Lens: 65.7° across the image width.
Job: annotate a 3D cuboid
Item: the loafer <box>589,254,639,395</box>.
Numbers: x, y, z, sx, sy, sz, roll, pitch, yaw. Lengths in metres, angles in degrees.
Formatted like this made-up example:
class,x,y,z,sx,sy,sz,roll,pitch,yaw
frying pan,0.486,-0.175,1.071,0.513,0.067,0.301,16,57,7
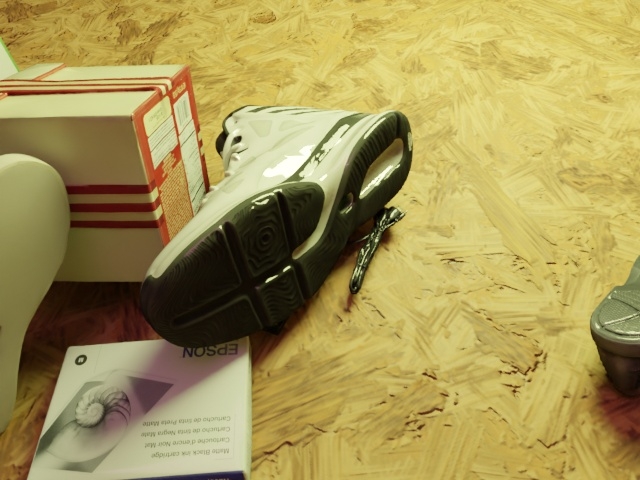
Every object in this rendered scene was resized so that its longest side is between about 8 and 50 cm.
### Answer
class,x,y,z,sx,sy,sz,roll,pitch,yaw
loafer,0.434,0.073,0.603,0.303,0.095,0.109,-28,24,-24

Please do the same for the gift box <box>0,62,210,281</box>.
class,x,y,z,sx,sy,sz,roll,pitch,yaw
gift box,-0.306,-0.115,0.647,0.259,0.276,0.255,-1,28,4

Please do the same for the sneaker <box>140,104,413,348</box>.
class,x,y,z,sx,sy,sz,roll,pitch,yaw
sneaker,-0.092,-0.052,0.676,0.258,0.169,0.447,19,46,36

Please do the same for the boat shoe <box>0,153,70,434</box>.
class,x,y,z,sx,sy,sz,roll,pitch,yaw
boat shoe,-0.393,0.055,0.535,0.158,0.127,0.340,24,97,26

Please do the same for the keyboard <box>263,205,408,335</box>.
class,x,y,z,sx,sy,sz,roll,pitch,yaw
keyboard,0.000,0.000,0.712,0.202,0.033,0.317,15,53,23

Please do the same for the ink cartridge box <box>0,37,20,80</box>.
class,x,y,z,sx,sy,sz,roll,pitch,yaw
ink cartridge box,-0.638,-0.222,0.822,0.279,0.201,0.117,-1,51,3

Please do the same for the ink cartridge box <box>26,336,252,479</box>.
class,x,y,z,sx,sy,sz,roll,pitch,yaw
ink cartridge box,-0.187,0.212,0.536,0.224,0.045,0.223,-5,51,-1
